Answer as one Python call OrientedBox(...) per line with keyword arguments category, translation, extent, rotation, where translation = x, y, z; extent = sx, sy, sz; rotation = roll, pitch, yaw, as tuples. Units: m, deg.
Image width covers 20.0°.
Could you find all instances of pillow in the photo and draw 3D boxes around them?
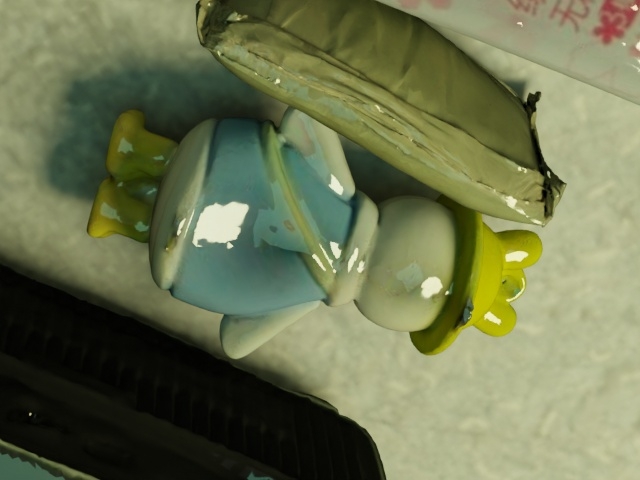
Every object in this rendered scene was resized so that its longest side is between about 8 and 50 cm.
OrientedBox(category="pillow", translation=(0.029, -0.084, 0.914), extent=(0.208, 0.119, 0.053), rotation=(29, 126, -15))

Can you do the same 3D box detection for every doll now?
OrientedBox(category="doll", translation=(0.000, 0.000, 0.961), extent=(0.241, 0.099, 0.135), rotation=(14, 78, -11))

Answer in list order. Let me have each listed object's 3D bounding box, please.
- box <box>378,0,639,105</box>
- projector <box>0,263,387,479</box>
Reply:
OrientedBox(category="box", translation=(0.048, -0.208, 0.867), extent=(0.369, 0.112, 0.190), rotation=(19, 112, -11))
OrientedBox(category="projector", translation=(-0.208, 0.224, 0.968), extent=(0.395, 0.242, 0.405), rotation=(24, 108, -11))
